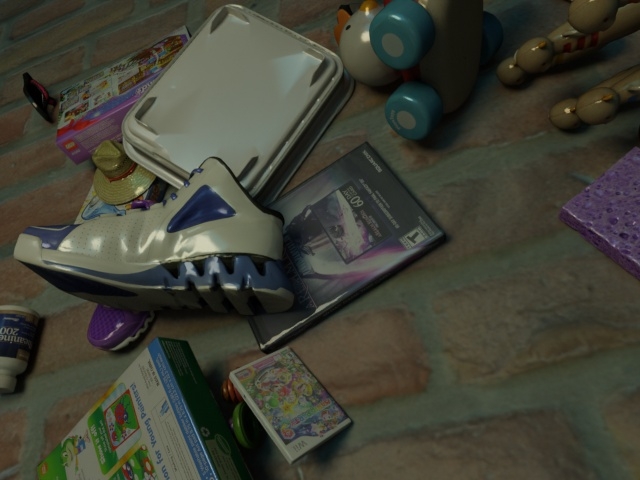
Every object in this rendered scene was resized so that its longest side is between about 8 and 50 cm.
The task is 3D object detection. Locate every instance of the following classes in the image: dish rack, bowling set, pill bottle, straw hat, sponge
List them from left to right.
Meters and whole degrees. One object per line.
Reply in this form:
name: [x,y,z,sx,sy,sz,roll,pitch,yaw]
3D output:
pill bottle: [-0.474,0.164,0.671,0.067,0.067,0.120,-12,60,13]
straw hat: [-0.343,-0.134,0.744,0.144,0.061,0.145,-9,59,15]
dish rack: [-0.134,-0.223,0.705,0.285,0.072,0.333,31,77,10]
bowling set: [0.325,-0.175,0.507,0.154,0.287,0.200,-23,91,14]
sponge: [0.380,-0.001,0.473,0.117,0.031,0.210,-37,58,-2]

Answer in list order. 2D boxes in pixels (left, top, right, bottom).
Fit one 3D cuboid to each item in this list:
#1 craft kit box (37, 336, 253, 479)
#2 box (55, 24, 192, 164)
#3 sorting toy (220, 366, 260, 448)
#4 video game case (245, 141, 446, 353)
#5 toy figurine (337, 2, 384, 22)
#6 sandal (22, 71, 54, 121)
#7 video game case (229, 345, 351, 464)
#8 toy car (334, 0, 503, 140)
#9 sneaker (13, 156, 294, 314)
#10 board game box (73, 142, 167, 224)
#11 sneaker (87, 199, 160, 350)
craft kit box: [-0.191,0.281,0.480,0.246,0.061,0.250,-44,57,9]
box: [-0.358,-0.285,0.854,0.293,0.057,0.201,-28,48,1]
sorting toy: [-0.097,0.200,0.521,0.042,0.061,0.102,-22,35,8]
video game case: [0.000,0.000,0.614,0.274,0.026,0.196,-32,57,0]
toy figurine: [0.100,-0.463,0.715,0.148,0.209,0.213,23,72,40]
sandal: [-0.625,-0.329,0.994,0.040,0.067,0.179,-29,54,-11]
video game case: [-0.035,0.180,0.506,0.087,0.011,0.122,-15,46,-41]
toy car: [0.099,-0.295,0.634,0.237,0.210,0.219,24,64,34]
sneaker: [-0.183,-0.010,0.573,0.315,0.127,0.182,5,63,-1]
board game box: [-0.335,-0.082,0.771,0.136,0.035,0.201,1,63,20]
sneaker: [-0.277,0.039,0.647,0.095,0.104,0.237,14,70,24]
